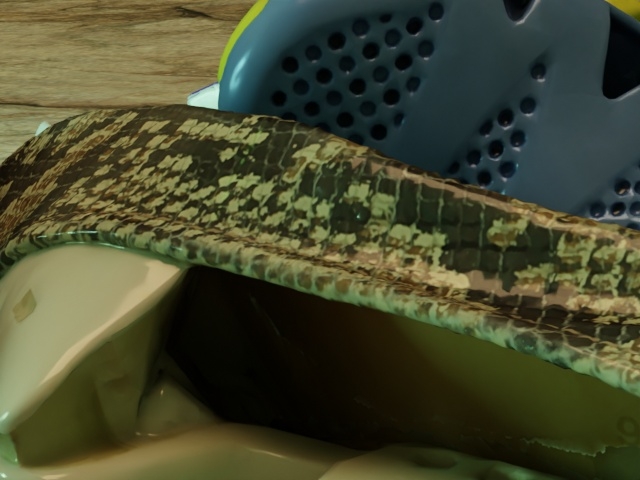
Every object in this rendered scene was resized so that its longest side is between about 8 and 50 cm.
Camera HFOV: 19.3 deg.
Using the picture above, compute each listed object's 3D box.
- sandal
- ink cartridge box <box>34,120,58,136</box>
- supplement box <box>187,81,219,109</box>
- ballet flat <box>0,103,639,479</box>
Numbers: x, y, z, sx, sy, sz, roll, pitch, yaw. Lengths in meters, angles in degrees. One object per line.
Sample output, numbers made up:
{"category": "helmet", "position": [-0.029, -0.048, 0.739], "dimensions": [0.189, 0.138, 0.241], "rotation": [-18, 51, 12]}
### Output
{"category": "sandal", "position": [0.113, 0.001, 0.642], "dimensions": [0.317, 0.126, 0.138], "rotation": [23, 26, -9]}
{"category": "ink cartridge box", "position": [0.000, 0.000, 0.852], "dimensions": [0.232, 0.066, 0.189], "rotation": [3, 10, -23]}
{"category": "supplement box", "position": [0.043, -0.070, 1.064], "dimensions": [0.111, 0.114, 0.220], "rotation": [-25, -1, 31]}
{"category": "ballet flat", "position": [0.021, 0.063, 0.519], "dimensions": [0.482, 0.164, 0.182], "rotation": [12, 32, 37]}
